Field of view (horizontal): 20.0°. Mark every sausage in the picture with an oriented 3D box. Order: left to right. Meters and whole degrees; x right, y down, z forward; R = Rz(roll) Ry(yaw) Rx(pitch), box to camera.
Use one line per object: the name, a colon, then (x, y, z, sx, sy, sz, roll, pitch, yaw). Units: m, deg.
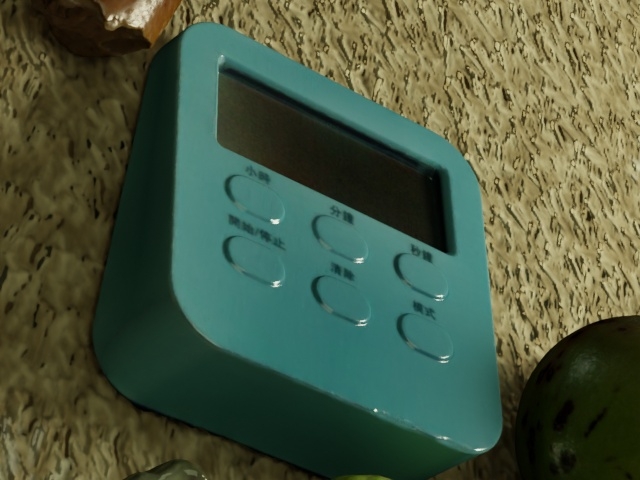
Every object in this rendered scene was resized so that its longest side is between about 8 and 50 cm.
sausage: (-0.103, -0.233, 1.094, 0.103, 0.076, 0.302, 24, 57, -26)

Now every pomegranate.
pomegranate: (0.213, 0.145, 1.103, 0.179, 0.179, 0.211, -22, 103, -41)

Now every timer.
timer: (0.000, 0.000, 1.059, 0.232, 0.091, 0.250, 23, 54, -26)

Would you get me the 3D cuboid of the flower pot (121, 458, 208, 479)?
flower pot: (-0.108, 0.229, 0.803, 0.239, 0.189, 0.209, -16, 81, -40)

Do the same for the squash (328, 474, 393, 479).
squash: (0.003, 0.296, 0.908, 0.118, 0.118, 0.371, 21, 62, -28)
